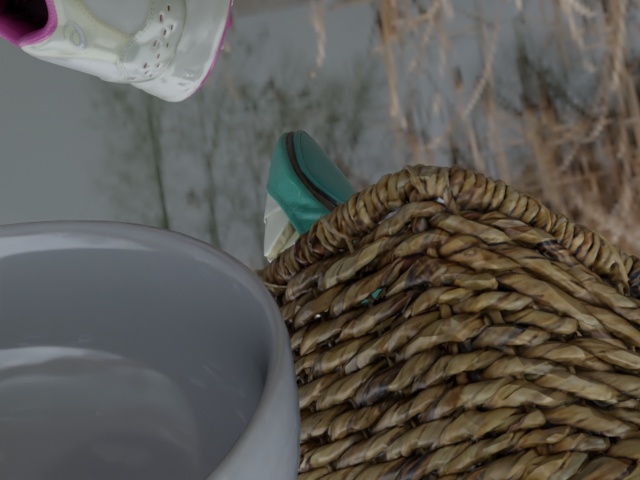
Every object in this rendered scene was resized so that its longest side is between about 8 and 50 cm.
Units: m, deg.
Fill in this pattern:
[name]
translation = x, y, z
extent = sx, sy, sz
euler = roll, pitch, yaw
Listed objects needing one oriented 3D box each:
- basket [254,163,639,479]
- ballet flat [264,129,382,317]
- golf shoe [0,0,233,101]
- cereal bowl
[basket]
translation = 0.078, 0.104, 0.777
extent = 0.213, 0.223, 0.299
euler = -5, 158, -36
[ballet flat]
translation = 0.000, 0.000, 1.051
extent = 0.087, 0.247, 0.083
euler = -47, 125, 9
[golf shoe]
translation = -0.184, -0.196, 0.885
extent = 0.140, 0.306, 0.115
euler = -2, 124, -46
[cereal bowl]
translation = -0.168, 0.129, 0.636
extent = 0.339, 0.141, 0.339
euler = -10, -154, 5
